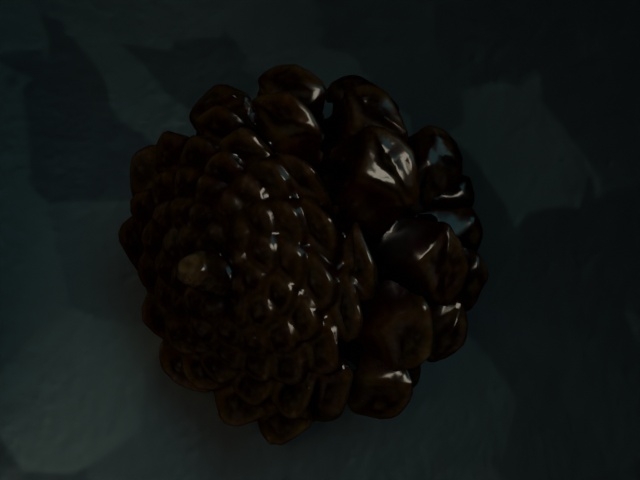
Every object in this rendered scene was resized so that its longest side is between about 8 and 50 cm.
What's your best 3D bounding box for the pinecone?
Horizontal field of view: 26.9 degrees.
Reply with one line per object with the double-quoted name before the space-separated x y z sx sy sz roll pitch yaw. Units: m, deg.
"pinecone" 0.000 0.000 0.722 0.207 0.208 0.208 6 67 -15
